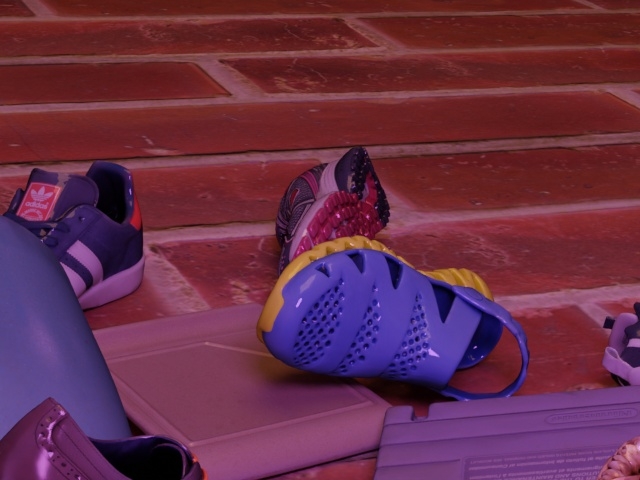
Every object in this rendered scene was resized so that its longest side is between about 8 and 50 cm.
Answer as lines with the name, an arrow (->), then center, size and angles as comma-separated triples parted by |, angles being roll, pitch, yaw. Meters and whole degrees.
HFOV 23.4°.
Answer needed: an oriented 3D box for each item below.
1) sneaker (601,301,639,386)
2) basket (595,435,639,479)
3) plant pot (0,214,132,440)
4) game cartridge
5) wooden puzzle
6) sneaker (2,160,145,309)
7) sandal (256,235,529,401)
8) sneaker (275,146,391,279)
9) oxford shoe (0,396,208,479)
sneaker -> 0.361, 0.099, 1.512 | 0.153, 0.094, 0.235 | 29, 40, 29
basket -> 0.301, 0.220, 0.923 | 0.299, 0.213, 0.223 | 15, -6, 14
plant pot -> -0.250, 0.159, 0.987 | 0.293, 0.293, 0.235 | -8, 39, -30
game cartridge -> 0.218, 0.189, 1.213 | 0.355, 0.068, 0.230 | -6, 24, 11
wooden puzzle -> -0.080, 0.139, 1.387 | 0.221, 0.044, 0.239 | -9, 30, -34
sneaker -> -0.284, 0.013, 1.502 | 0.131, 0.148, 0.350 | 12, 23, 17
sandal -> 0.081, 0.082, 1.402 | 0.317, 0.126, 0.138 | 5, 27, -43
sneaker -> 0.000, 0.000, 1.684 | 0.112, 0.120, 0.299 | -20, 16, 17
oxford shoe -> -0.079, 0.174, 0.886 | 0.271, 0.098, 0.097 | 34, -4, -43
